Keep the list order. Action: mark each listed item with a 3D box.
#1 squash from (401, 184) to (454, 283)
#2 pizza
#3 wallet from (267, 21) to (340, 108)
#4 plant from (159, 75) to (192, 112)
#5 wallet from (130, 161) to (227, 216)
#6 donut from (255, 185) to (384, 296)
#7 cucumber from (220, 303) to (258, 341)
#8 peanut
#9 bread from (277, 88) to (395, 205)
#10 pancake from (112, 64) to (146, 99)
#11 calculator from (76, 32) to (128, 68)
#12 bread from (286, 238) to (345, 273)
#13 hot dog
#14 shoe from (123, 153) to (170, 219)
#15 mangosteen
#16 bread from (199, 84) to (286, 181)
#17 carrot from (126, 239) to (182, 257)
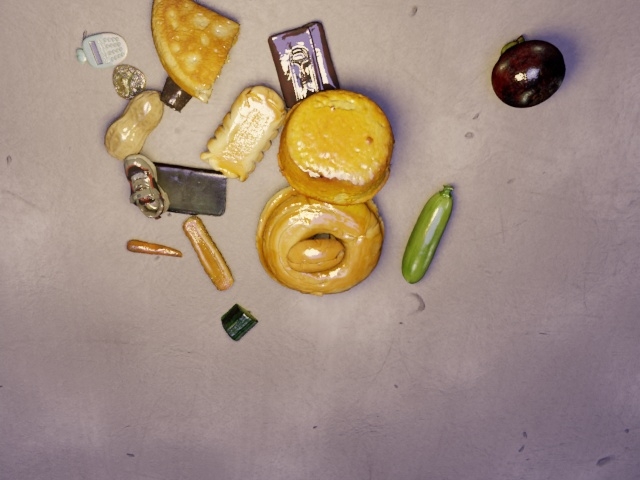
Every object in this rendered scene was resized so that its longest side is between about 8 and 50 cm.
[{"bbox_3d":[0.374,-0.014,1.768,0.107,0.107,0.395,15,112,-11],"label":"squash"},{"bbox_3d":[-0.395,-0.562,1.439,0.268,0.087,0.258,25,75,-10],"label":"pizza"},{"bbox_3d":[-0.050,-0.538,1.543,0.182,0.049,0.229,-15,112,5],"label":"wallet"},{"bbox_3d":[-0.422,-0.465,1.513,0.092,0.094,0.143,27,88,22],"label":"plant"},{"bbox_3d":[-0.472,-0.172,1.666,0.318,0.045,0.172,6,114,-4],"label":"wallet"},{"bbox_3d":[0.000,0.000,1.696,0.449,0.198,0.449,-1,115,-3],"label":"donut"},{"bbox_3d":[-0.309,0.313,1.879,0.115,0.062,0.116,-43,111,9],"label":"cucumber"},{"bbox_3d":[-0.575,-0.354,1.539,0.123,0.123,0.257,37,108,-18],"label":"peanut"},{"bbox_3d":[0.056,-0.278,1.486,0.358,0.204,0.337,10,90,-7],"label":"bread"},{"bbox_3d":[-0.591,-0.486,1.539,0.108,0.017,0.108,0,114,-1],"label":"pancake"},{"bbox_3d":[-0.655,-0.567,1.497,0.153,0.021,0.095,-14,113,1],"label":"calculator"},{"bbox_3d":[-0.014,0.050,1.571,0.189,0.077,0.114,-8,111,2],"label":"bread"},{"bbox_3d":[-0.395,0.047,1.756,0.083,0.068,0.289,-30,109,-16],"label":"hot dog"},{"bbox_3d":[-0.559,-0.154,1.573,0.099,0.125,0.227,-13,127,9],"label":"shoe"},{"bbox_3d":[0.625,-0.519,1.531,0.216,0.216,0.216,-2,113,-4],"label":"mangosteen"},{"bbox_3d":[-0.231,-0.340,1.572,0.173,0.121,0.311,33,107,-20],"label":"bread"},{"bbox_3d":[-0.579,0.031,1.750,0.191,0.047,0.047,9,112,-14],"label":"carrot"}]
